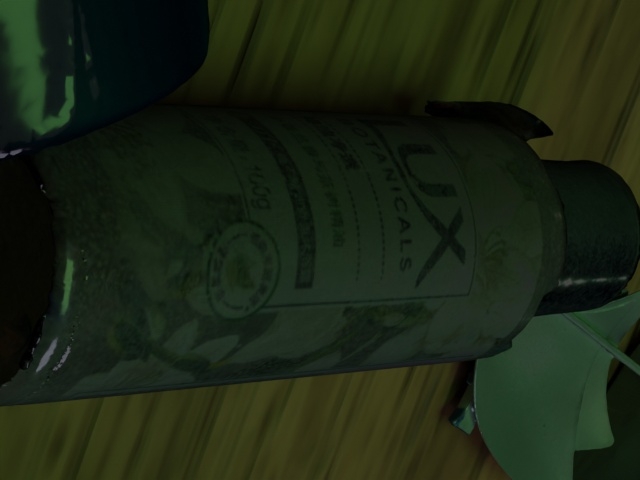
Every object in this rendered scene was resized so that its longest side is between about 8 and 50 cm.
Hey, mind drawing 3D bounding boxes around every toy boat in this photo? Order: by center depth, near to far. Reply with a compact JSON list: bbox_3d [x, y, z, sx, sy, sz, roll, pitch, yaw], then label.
[{"bbox_3d":[0.082,0.057,0.608,0.149,0.034,0.105,4,108,-48],"label":"toy boat"}]

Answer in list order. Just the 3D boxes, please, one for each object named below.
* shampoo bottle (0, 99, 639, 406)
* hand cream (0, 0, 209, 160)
[{"bbox_3d":[0.000,0.000,0.462,0.214,0.072,0.072,-2,114,-46],"label":"shampoo bottle"},{"bbox_3d":[-0.067,-0.147,0.316,0.120,0.061,0.271,-24,123,-33],"label":"hand cream"}]
